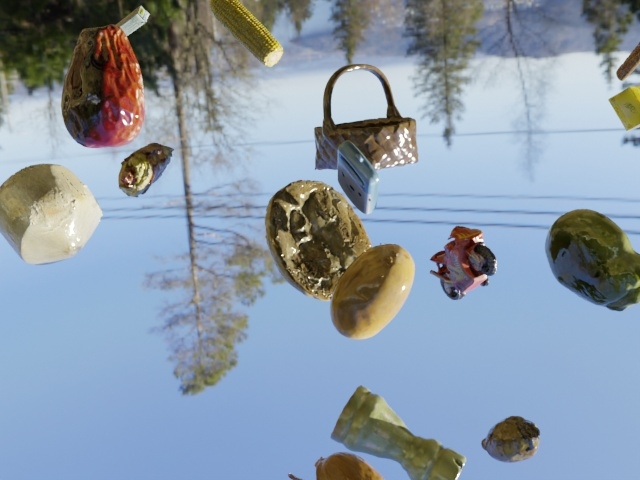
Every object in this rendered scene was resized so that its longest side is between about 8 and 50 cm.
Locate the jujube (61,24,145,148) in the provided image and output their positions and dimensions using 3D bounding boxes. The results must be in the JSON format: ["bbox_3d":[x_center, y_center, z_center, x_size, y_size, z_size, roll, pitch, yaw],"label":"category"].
[{"bbox_3d":[-0.425,-0.297,1.328,0.168,0.237,0.168,1,-168,0],"label":"jujube"}]

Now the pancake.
[{"bbox_3d":[-0.001,-0.001,1.980,0.386,0.387,0.082,-15,169,-39],"label":"pancake"}]

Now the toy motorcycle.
[{"bbox_3d":[0.385,0.057,1.837,0.089,0.171,0.298,-24,166,-21],"label":"toy motorcycle"}]

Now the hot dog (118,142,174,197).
[{"bbox_3d":[-0.488,-0.207,1.884,0.103,0.146,0.213,34,-154,-7],"label":"hot dog"}]

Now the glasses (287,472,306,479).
[{"bbox_3d":[-0.020,0.838,1.990,0.268,0.234,0.118,27,173,2],"label":"glasses"}]

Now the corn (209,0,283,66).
[{"bbox_3d":[-0.207,-0.584,1.874,0.081,0.248,0.081,-43,174,-5],"label":"corn"}]

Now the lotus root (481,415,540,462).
[{"bbox_3d":[0.542,0.574,1.954,0.138,0.138,0.214,-11,159,-27],"label":"lotus root"}]

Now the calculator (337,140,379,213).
[{"bbox_3d":[0.081,-0.135,1.484,0.039,0.121,0.210,-36,163,-11],"label":"calculator"}]

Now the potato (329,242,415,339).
[{"bbox_3d":[0.113,0.111,1.496,0.150,0.234,0.146,33,177,2],"label":"potato"}]

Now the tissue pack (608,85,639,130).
[{"bbox_3d":[0.810,-0.342,1.756,0.062,0.095,0.176,-33,171,37],"label":"tissue pack"}]

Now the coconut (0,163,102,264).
[{"bbox_3d":[-0.696,-0.062,1.761,0.247,0.245,0.245,44,-148,15],"label":"coconut"}]

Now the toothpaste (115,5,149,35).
[{"bbox_3d":[-0.535,-0.572,1.846,0.164,0.034,0.046,-25,-138,27],"label":"toothpaste"}]

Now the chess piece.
[{"bbox_3d":[0.273,0.702,2.354,0.442,0.234,0.234,29,-157,14],"label":"chess piece"}]

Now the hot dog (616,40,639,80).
[{"bbox_3d":[0.713,-0.417,1.541,0.028,0.137,0.044,12,-125,-11],"label":"hot dog"}]

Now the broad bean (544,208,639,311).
[{"bbox_3d":[0.656,0.045,1.632,0.119,0.238,0.291,-20,-149,-19],"label":"broad bean"}]

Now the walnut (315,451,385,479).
[{"bbox_3d":[0.086,0.536,1.473,0.211,0.087,0.167,47,-149,18],"label":"walnut"}]

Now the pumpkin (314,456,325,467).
[{"bbox_3d":[0.029,0.694,2.048,0.083,0.054,0.074,24,180,-17],"label":"pumpkin"}]

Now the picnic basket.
[{"bbox_3d":[0.126,-0.376,2.063,0.293,0.338,0.337,-16,-162,-35],"label":"picnic basket"}]
